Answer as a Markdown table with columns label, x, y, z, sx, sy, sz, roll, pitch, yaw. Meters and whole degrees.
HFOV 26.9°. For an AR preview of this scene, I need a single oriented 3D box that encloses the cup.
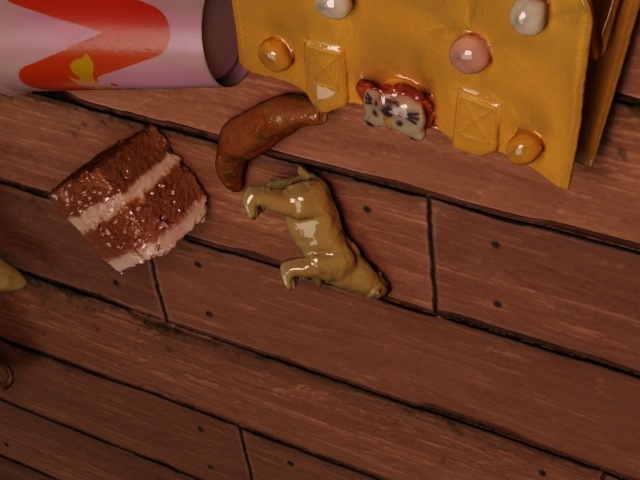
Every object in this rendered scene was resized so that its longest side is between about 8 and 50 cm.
| label | x | y | z | sx | sy | sz | roll | pitch | yaw |
| --- | --- | --- | --- | --- | --- | --- | --- | --- | --- |
| cup | -0.224 | -0.245 | 1.481 | 0.288 | 0.203 | 0.203 | 7 | 132 | 24 |

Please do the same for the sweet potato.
| label | x | y | z | sx | sy | sz | roll | pitch | yaw |
| --- | --- | --- | --- | --- | --- | --- | --- | --- | --- |
| sweet potato | -0.075 | -0.122 | 1.577 | 0.078 | 0.058 | 0.255 | 27 | 149 | -18 |

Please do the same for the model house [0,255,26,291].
| label | x | y | z | sx | sy | sz | roll | pitch | yaw |
| --- | --- | --- | --- | --- | --- | --- | --- | --- | --- |
| model house | -0.579 | -0.014 | 2.017 | 0.325 | 0.194 | 0.267 | 20 | 137 | 1 |

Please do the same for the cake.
| label | x | y | z | sx | sy | sz | roll | pitch | yaw |
| --- | --- | --- | --- | --- | --- | --- | --- | --- | --- |
| cake | -0.241 | -0.049 | 1.718 | 0.135 | 0.134 | 0.147 | -17 | 110 | 48 |

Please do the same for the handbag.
| label | x | y | z | sx | sy | sz | roll | pitch | yaw |
| --- | --- | --- | --- | --- | --- | --- | --- | --- | --- |
| handbag | 0.094 | -0.215 | 1.304 | 0.401 | 0.133 | 0.283 | 23 | 144 | 19 |

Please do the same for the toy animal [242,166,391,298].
| label | x | y | z | sx | sy | sz | roll | pitch | yaw |
| --- | --- | --- | --- | --- | --- | --- | --- | --- | --- |
| toy animal | 0.000 | 0.000 | 1.624 | 0.101 | 0.103 | 0.218 | -18 | 114 | 20 |

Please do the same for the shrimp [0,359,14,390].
| label | x | y | z | sx | sy | sz | roll | pitch | yaw |
| --- | --- | --- | --- | --- | --- | --- | --- | --- | --- |
| shrimp | -0.687 | 0.106 | 2.195 | 0.445 | 0.085 | 0.272 | 38 | 167 | -1 |
